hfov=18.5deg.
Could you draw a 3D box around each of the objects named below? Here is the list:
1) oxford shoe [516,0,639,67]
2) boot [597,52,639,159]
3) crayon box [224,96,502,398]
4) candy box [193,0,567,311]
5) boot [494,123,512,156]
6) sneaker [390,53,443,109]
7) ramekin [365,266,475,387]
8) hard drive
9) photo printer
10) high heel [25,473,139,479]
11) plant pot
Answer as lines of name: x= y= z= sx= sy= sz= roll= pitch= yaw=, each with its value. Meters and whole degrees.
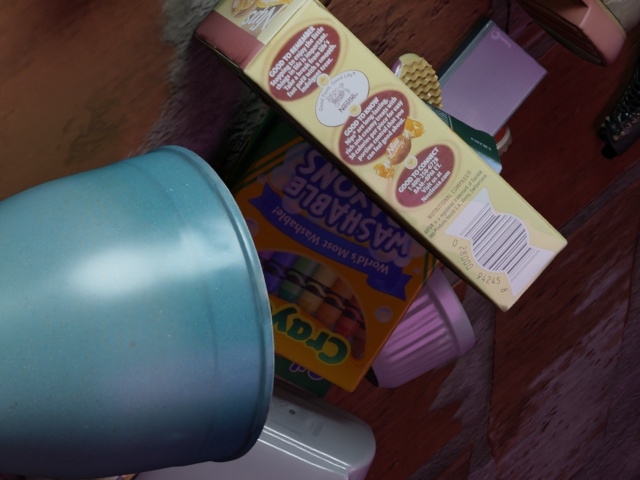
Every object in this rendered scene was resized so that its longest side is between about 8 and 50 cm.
oxford shoe: x=0.229 y=-0.315 z=1.851 sx=0.146 sy=0.140 sz=0.397 roll=-51 pitch=152 yaw=-4
boot: x=0.385 y=-0.172 z=2.364 sx=0.137 sy=0.077 sz=0.198 roll=-42 pitch=153 yaw=0
crayon box: x=0.000 y=0.000 z=1.856 sx=0.323 sy=0.203 sz=0.083 roll=-58 pitch=-168 yaw=20
candy box: x=0.049 y=-0.087 z=1.654 sx=0.316 sy=0.183 sz=0.087 roll=42 pitch=90 yaw=-23
boot: x=0.131 y=-0.098 z=2.103 sx=0.158 sy=0.059 sz=0.084 roll=-41 pitch=141 yaw=-14
sneaker: x=0.077 y=-0.104 z=1.997 sx=0.069 sy=0.084 sz=0.185 roll=-20 pitch=117 yaw=-36
ramekin: x=0.056 y=0.055 z=2.029 sx=0.109 sy=0.207 sz=0.207 roll=-34 pitch=152 yaw=-8
hard drive: x=0.162 y=-0.154 z=2.048 sx=0.094 sy=0.022 sz=0.135 roll=38 pitch=94 yaw=-29
photo printer: x=-0.106 y=0.271 z=2.019 sx=0.107 sy=0.256 sz=0.307 roll=-59 pitch=173 yaw=-54
high heel: x=-0.228 y=0.259 z=1.974 sx=0.261 sy=0.093 sz=0.186 roll=-35 pitch=149 yaw=9
plant pot: x=-0.214 y=0.074 z=1.597 sx=0.255 sy=0.271 sz=0.271 roll=-11 pitch=138 yaw=-29
